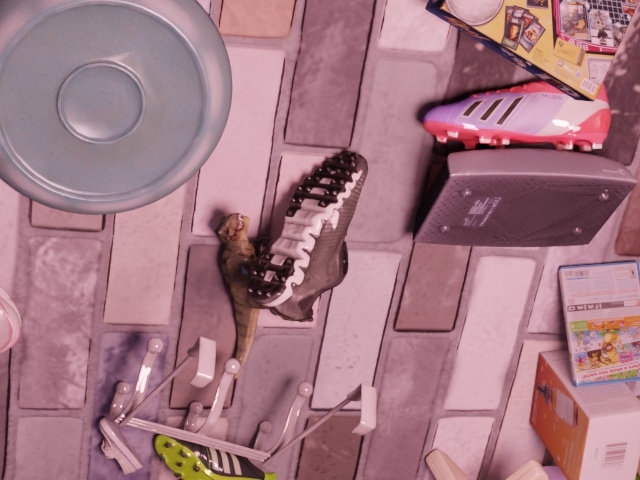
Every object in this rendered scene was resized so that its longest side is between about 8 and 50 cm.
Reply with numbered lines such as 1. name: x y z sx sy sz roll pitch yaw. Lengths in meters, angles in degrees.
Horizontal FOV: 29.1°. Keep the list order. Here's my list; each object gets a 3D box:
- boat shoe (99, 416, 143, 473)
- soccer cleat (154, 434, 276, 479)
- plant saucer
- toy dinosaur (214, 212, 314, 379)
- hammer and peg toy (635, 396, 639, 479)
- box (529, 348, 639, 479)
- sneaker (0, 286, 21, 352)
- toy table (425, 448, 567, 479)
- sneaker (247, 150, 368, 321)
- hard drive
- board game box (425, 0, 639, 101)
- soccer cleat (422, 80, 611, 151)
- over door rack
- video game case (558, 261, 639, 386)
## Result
1. boat shoe: -0.279 0.281 1.669 0.035 0.035 0.100 -30 127 -1
2. soccer cleat: -0.145 0.309 1.698 0.179 0.072 0.060 29 124 2
3. plant saucer: -0.256 -0.165 1.434 0.317 0.044 0.318 -6 119 -11
4. toy dinosaur: -0.072 0.063 1.597 0.118 0.064 0.268 -7 123 -8
5. hammer and peg toy: 0.533 0.356 1.793 0.127 0.266 0.361 -3 120 -35
6. box: 0.377 0.251 1.747 0.091 0.170 0.130 -5 118 -14
7. sneaker: -0.476 0.081 1.464 0.252 0.111 0.103 25 108 -25
8. toy table: 0.258 0.419 1.783 0.274 0.252 0.161 -51 135 6
9. sneaker: 0.000 0.000 1.539 0.106 0.078 0.234 47 66 -42
10. hard drive: 0.257 -0.054 1.582 0.254 0.054 0.172 1 148 -15
11. board game box: 0.262 -0.293 1.472 0.243 0.042 0.165 26 88 -25
12. soccer cleat: 0.249 -0.163 1.559 0.248 0.083 0.095 2 87 -10
13. over door rack: -0.101 0.191 1.553 0.239 0.108 0.324 18 155 -22
14. video game case: 0.398 0.116 1.715 0.119 0.015 0.166 -4 81 -13
